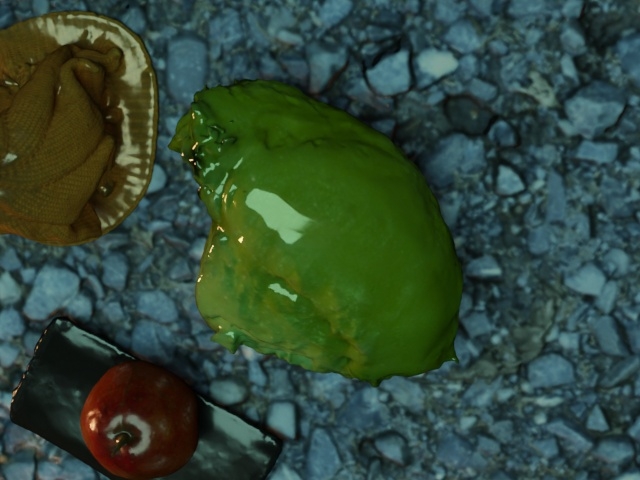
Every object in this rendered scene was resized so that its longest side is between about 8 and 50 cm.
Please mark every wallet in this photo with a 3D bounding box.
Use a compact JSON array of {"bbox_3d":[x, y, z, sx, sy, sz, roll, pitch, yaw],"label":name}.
[{"bbox_3d":[-0.190,0.203,1.689,0.285,0.030,0.146,30,110,2],"label":"wallet"}]

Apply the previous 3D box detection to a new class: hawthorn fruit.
[{"bbox_3d":[-0.182,0.183,1.609,0.125,0.140,0.125,1,71,-4],"label":"hawthorn fruit"}]

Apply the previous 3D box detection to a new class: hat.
[{"bbox_3d":[-0.283,-0.088,1.524,0.244,0.233,0.233,-33,98,16],"label":"hat"}]

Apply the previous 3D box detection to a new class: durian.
[{"bbox_3d":[0.000,0.000,1.532,0.339,0.204,0.256,21,121,-6],"label":"durian"}]
